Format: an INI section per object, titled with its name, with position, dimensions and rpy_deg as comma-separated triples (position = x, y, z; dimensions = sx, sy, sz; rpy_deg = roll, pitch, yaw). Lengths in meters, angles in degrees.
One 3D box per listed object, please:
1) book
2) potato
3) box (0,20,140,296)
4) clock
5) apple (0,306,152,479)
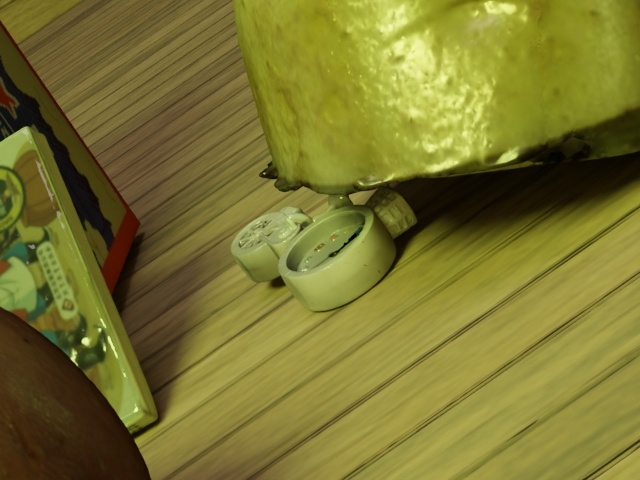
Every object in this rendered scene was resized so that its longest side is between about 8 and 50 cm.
[book]
position = -0.243, 0.080, 1.004
dimensions = 0.264, 0.202, 0.027
rpy_deg = -30, -22, 11
[potato]
position = 0.058, -0.143, 0.914
dimensions = 0.242, 0.242, 0.285
rpy_deg = -39, 19, -15
[box]
position = -0.363, -0.013, 1.184
dimensions = 0.349, 0.318, 0.257
rpy_deg = -29, 14, 10
[clock]
position = 0.000, 0.000, 0.990
dimensions = 0.087, 0.041, 0.129
rpy_deg = -45, 26, -21
[apple]
position = -0.211, 0.143, 0.668
dimensions = 0.306, 0.235, 0.305
rpy_deg = -29, 18, 10
